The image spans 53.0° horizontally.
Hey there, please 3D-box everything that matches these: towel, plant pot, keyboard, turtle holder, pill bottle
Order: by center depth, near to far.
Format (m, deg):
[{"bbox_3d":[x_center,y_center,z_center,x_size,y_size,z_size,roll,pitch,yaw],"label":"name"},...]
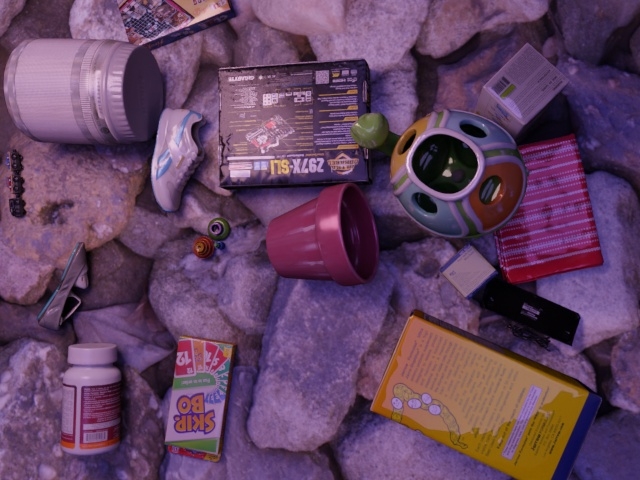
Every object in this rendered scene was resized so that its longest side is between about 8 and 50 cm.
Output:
[{"bbox_3d":[0.234,-0.153,1.209,0.243,0.227,0.320,-35,76,17],"label":"turtle holder"},{"bbox_3d":[0.440,-0.062,1.286,0.199,0.031,0.275,-11,85,8],"label":"towel"},{"bbox_3d":[0.413,0.155,1.287,0.192,0.038,0.100,24,68,11],"label":"keyboard"},{"bbox_3d":[0.000,0.000,1.288,0.180,0.201,0.201,-12,85,25],"label":"plant pot"},{"bbox_3d":[-0.492,0.337,1.383,0.121,0.121,0.221,1,88,10],"label":"pill bottle"}]

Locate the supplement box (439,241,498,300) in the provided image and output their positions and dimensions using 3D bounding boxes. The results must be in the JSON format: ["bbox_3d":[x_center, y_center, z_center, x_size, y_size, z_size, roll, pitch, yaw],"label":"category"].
[{"bbox_3d":[0.296,0.062,1.291,0.083,0.056,0.083,-44,82,5],"label":"supplement box"}]

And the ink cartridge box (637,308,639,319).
[{"bbox_3d":[0.814,0.259,1.178,0.308,0.091,0.385,-20,83,8],"label":"ink cartridge box"}]

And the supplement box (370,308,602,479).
[{"bbox_3d":[0.299,0.291,1.212,0.356,0.194,0.195,23,91,10],"label":"supplement box"}]

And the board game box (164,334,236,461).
[{"bbox_3d":[-0.261,0.344,1.389,0.124,0.039,0.259,7,91,11],"label":"board game box"}]

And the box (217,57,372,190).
[{"bbox_3d":[-0.055,-0.241,1.356,0.322,0.079,0.257,-2,89,10],"label":"box"}]

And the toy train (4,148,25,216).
[{"bbox_3d":[-0.710,-0.133,1.490,0.036,0.027,0.158,-6,87,20],"label":"toy train"}]

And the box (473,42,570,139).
[{"bbox_3d":[0.374,-0.269,1.218,0.114,0.203,0.103,-45,82,3],"label":"box"}]

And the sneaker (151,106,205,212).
[{"bbox_3d":[-0.306,-0.173,1.392,0.092,0.087,0.228,6,91,8],"label":"sneaker"}]

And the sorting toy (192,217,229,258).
[{"bbox_3d":[-0.238,-0.002,1.394,0.061,0.042,0.102,36,93,9],"label":"sorting toy"}]

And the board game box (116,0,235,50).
[{"bbox_3d":[-0.329,-0.537,1.433,0.243,0.042,0.165,-18,84,9],"label":"board game box"}]

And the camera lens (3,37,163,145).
[{"bbox_3d":[-0.502,-0.314,1.363,0.274,0.219,0.219,4,88,10],"label":"camera lens"}]

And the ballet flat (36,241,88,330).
[{"bbox_3d":[-0.561,0.106,1.442,0.068,0.072,0.213,28,93,-18],"label":"ballet flat"}]
